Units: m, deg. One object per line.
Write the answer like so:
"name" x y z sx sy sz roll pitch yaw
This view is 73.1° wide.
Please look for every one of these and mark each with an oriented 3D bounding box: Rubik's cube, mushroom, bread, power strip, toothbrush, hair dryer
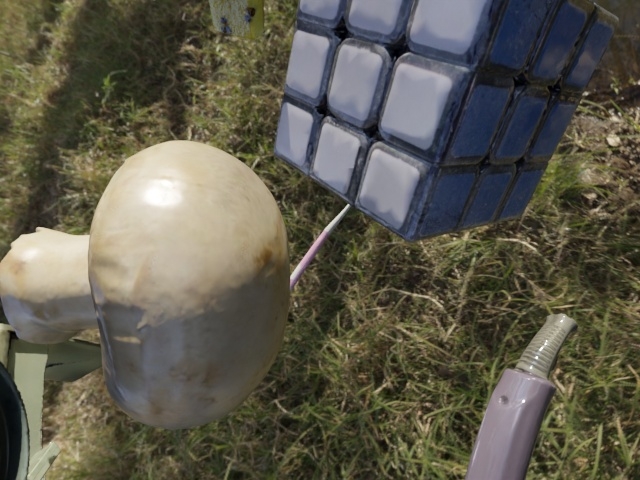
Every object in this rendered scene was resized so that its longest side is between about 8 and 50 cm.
"Rubik's cube" 0.151 -0.207 0.607 0.304 0.305 0.300 40 126 39
"mushroom" -0.178 0.044 0.460 0.297 0.290 0.297 180 90 -84
"bread" -0.133 -0.421 0.649 0.088 0.226 0.049 19 57 10
"power strip" -0.307 0.245 0.467 0.017 0.027 0.083 60 172 -8
"toothbrush" 0.000 0.000 0.837 0.286 0.025 0.020 -55 35 13
"hair dryer" 0.204 0.249 0.420 0.121 0.301 0.361 3 70 61

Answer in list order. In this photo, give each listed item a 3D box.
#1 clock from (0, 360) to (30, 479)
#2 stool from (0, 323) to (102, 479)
"clock" -0.295 0.169 0.294 0.042 0.215 0.214 -10 72 3
"stool" -0.437 0.290 0.663 0.170 0.270 0.243 -24 63 13
